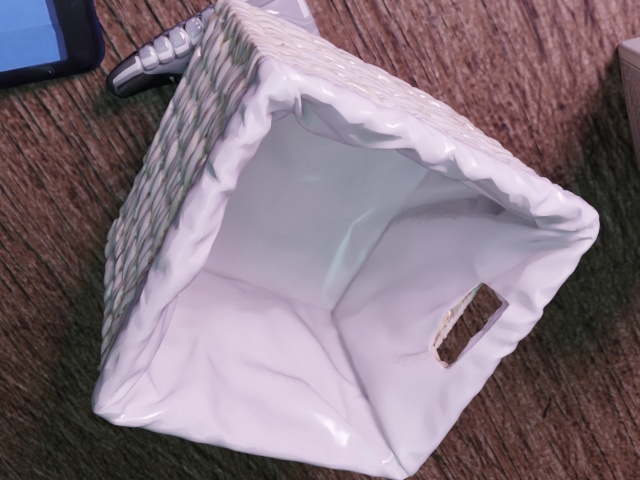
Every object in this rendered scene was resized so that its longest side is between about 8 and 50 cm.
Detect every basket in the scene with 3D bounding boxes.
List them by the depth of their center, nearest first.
[{"bbox_3d":[0.000,0.000,0.709,0.331,0.266,0.328,20,114,-25],"label":"basket"}]

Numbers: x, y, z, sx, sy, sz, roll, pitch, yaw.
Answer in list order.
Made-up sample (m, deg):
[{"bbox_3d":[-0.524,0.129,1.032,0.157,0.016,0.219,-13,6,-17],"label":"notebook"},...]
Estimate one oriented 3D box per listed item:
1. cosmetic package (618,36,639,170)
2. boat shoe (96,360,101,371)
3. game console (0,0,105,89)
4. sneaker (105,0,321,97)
[{"bbox_3d":[0.375,-0.098,0.664,0.129,0.296,0.153,-14,112,11],"label":"cosmetic package"},{"bbox_3d":[-0.175,0.153,0.952,0.206,0.075,0.065,4,71,8],"label":"boat shoe"},{"bbox_3d":[-0.363,-0.237,0.677,0.293,0.250,0.173,-15,92,-11],"label":"game console"},{"bbox_3d":[-0.100,-0.171,0.782,0.228,0.086,0.132,-26,112,13],"label":"sneaker"}]
